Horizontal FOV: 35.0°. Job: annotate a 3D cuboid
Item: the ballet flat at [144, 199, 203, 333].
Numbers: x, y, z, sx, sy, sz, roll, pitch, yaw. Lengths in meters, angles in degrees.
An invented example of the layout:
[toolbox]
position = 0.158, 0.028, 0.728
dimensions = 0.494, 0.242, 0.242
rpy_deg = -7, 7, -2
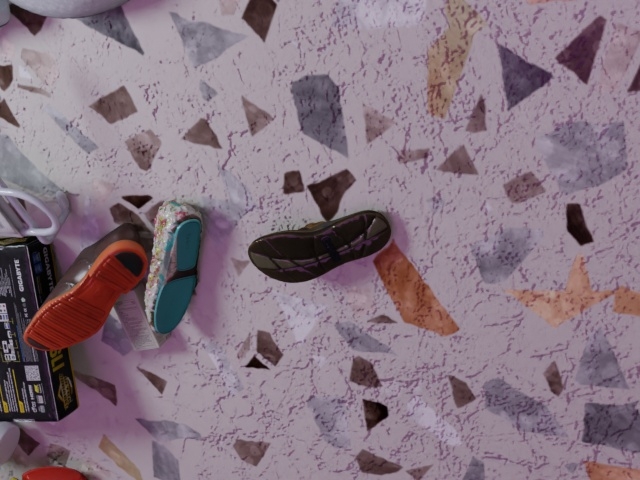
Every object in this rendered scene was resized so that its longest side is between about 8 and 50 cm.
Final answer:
[ballet flat]
position = -0.241, 0.038, 1.631
dimensions = 0.077, 0.091, 0.241
rpy_deg = 42, 127, 36

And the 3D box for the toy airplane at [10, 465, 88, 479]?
[toy airplane]
position = -0.671, 0.574, 1.941
dimensions = 0.272, 0.384, 0.386
rpy_deg = 53, 125, 30

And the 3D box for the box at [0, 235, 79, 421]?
[box]
position = -0.575, 0.158, 1.779
dimensions = 0.257, 0.079, 0.322
rpy_deg = -3, 102, 20

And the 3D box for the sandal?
[sandal]
position = 0.000, 0.000, 1.510
dimensions = 0.219, 0.060, 0.090
rpy_deg = -20, 113, 16

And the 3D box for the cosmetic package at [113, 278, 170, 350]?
[cosmetic package]
position = -0.307, 0.127, 1.719
dimensions = 0.060, 0.041, 0.115
rpy_deg = -9, 112, 28

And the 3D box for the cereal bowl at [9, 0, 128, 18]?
[cereal bowl]
position = -0.382, -0.460, 1.378
dimensions = 0.339, 0.141, 0.339
rpy_deg = 10, 121, 18

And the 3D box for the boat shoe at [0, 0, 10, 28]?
[boat shoe]
position = -0.583, -0.336, 1.562
dimensions = 0.268, 0.096, 0.088
rpy_deg = 9, 124, 21

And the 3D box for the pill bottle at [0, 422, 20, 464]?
[pill bottle]
position = -0.688, 0.364, 1.974
dimensions = 0.187, 0.112, 0.112
rpy_deg = 20, 123, 12

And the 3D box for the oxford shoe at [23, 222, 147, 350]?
[oxford shoe]
position = -0.384, 0.080, 1.668
dimensions = 0.271, 0.098, 0.097
rpy_deg = -39, 126, 16

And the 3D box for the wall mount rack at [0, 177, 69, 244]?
[wall mount rack]
position = -0.561, -0.122, 1.603
dimensions = 0.350, 0.130, 0.304
rpy_deg = 5, 143, 22
